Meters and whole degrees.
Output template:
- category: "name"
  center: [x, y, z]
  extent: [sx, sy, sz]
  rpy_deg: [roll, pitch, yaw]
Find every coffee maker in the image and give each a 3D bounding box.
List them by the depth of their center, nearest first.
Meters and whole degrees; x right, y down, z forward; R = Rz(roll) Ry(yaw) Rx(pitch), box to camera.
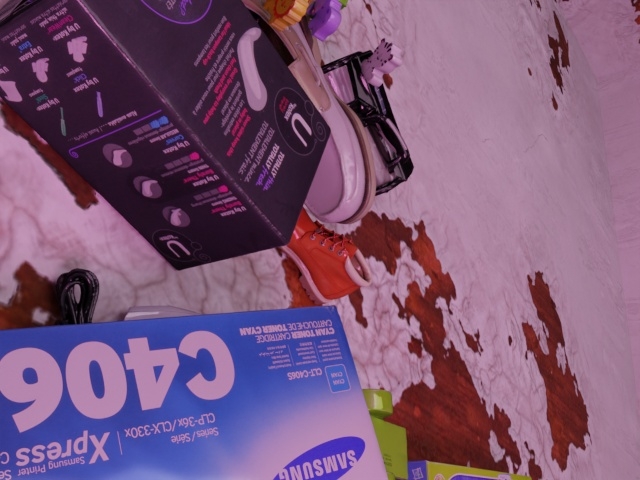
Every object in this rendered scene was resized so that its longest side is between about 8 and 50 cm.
- category: "coffee maker"
  center: [0.043, -0.153, 0.949]
  extent: [0.171, 0.120, 0.178]
  rpy_deg: [-69, 139, -76]

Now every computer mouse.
- category: "computer mouse"
  center: [-0.140, 0.087, 0.617]
  extent: [0.193, 0.042, 0.106]
  rpy_deg: [14, 64, -54]

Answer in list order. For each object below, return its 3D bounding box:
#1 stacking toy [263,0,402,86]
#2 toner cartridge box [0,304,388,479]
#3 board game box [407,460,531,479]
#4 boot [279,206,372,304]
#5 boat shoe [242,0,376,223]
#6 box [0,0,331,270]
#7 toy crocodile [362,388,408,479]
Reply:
- category: "stacking toy"
  center: [-0.002, -0.290, 0.831]
  extent: [0.167, 0.052, 0.221]
  rpy_deg: [20, 39, -40]
- category: "toner cartridge box"
  center: [-0.113, 0.142, 0.508]
  extent: [0.347, 0.075, 0.165]
  rpy_deg: [0, 67, -42]
- category: "board game box"
  center: [0.197, 0.430, 0.953]
  extent: [0.347, 0.078, 0.233]
  rpy_deg: [27, 56, -49]
- category: "boot"
  center: [0.000, 0.000, 0.829]
  extent: [0.158, 0.084, 0.059]
  rpy_deg: [57, 39, -21]
- category: "boat shoe"
  center: [-0.037, -0.153, 0.804]
  extent: [0.103, 0.113, 0.302]
  rpy_deg: [3, 58, -51]
- category: "box"
  center: [-0.132, -0.126, 0.622]
  extent: [0.270, 0.143, 0.165]
  rpy_deg: [51, 41, -32]
- category: "toy crocodile"
  center: [0.001, 0.212, 0.740]
  extent: [0.340, 0.105, 0.115]
  rpy_deg: [28, 54, -54]
